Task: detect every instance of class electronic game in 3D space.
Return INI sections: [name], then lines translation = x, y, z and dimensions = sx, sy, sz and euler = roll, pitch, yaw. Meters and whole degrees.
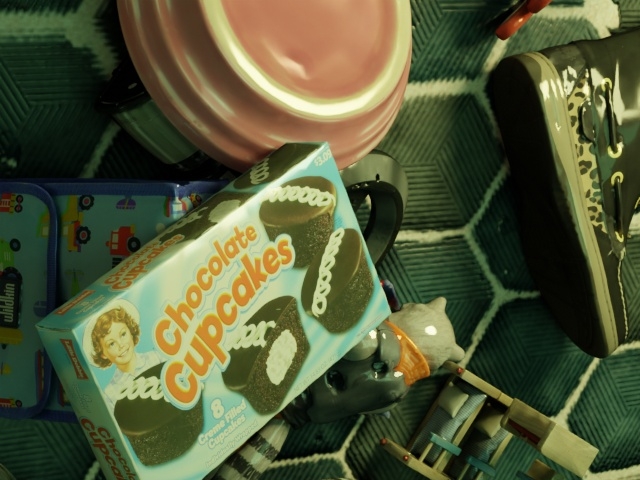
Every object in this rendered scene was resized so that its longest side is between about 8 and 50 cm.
[electronic game]
translation = 0.000, 0.000, 1.647
dimensions = 0.229, 0.048, 0.229
euler = -31, 147, -23

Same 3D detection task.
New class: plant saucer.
[plant saucer]
translation = -0.033, -0.224, 1.512
dimensions = 0.332, 0.084, 0.332
euler = 11, 72, -35

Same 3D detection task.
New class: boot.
[boot]
translation = 0.366, -0.078, 1.821
dimensions = 0.284, 0.138, 0.377
euler = -25, 109, -20

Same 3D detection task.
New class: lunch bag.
[lunch bag]
translation = -0.240, 0.052, 1.485
dimensions = 0.138, 0.293, 0.221
euler = -11, 101, -71

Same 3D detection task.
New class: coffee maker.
[coffee maker]
translation = -0.105, -0.127, 1.561
dimensions = 0.171, 0.120, 0.178
euler = -47, 120, -10

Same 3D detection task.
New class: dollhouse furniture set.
[dollhouse furniture set]
translation = 0.185, 0.232, 1.778
dimensions = 0.129, 0.183, 0.129
euler = 32, 88, -31

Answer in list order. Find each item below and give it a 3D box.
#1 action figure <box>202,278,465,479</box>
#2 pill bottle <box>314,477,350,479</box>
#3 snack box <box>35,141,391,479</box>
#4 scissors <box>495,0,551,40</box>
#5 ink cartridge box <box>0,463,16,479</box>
[action figure]
translation = -0.001, 0.168, 1.631
dimensions = 0.330, 0.179, 0.341
euler = -28, 142, 5
[pill bottle]
translation = -0.022, 0.344, 1.714
dimensions = 0.278, 0.162, 0.162
euler = -4, 106, -26
[snack box]
translation = -0.082, 0.069, 1.378
dimensions = 0.322, 0.060, 0.187
euler = -39, 118, -36
[scissors]
translation = 0.291, -0.321, 1.764
dimensions = 0.021, 0.109, 0.297
euler = 44, 56, -3
[ink cartridge box]
translation = -0.371, 0.387, 1.567
dimensions = 0.207, 0.117, 0.283
euler = -16, 112, -23
